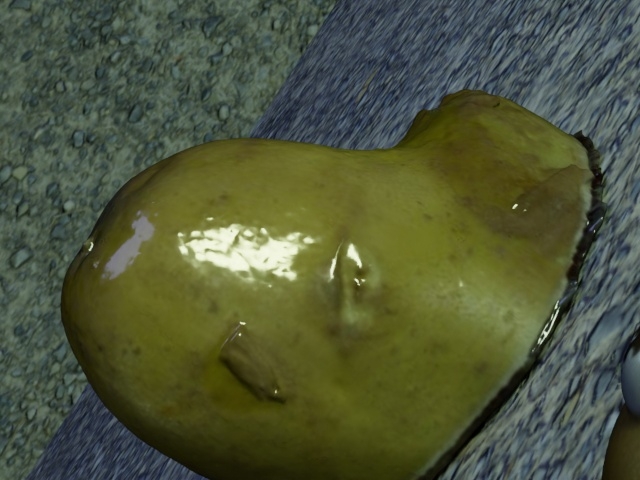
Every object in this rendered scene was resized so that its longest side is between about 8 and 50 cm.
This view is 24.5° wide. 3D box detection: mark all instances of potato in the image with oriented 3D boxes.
[{"bbox_3d":[0.000,0.000,1.095,0.397,0.296,0.290,-58,16,-11],"label":"potato"}]

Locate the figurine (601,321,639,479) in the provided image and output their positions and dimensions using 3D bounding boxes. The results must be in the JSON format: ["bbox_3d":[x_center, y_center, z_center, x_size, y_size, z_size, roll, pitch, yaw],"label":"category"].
[{"bbox_3d":[0.220,0.040,0.502,0.285,0.342,0.167,-48,59,17],"label":"figurine"}]
